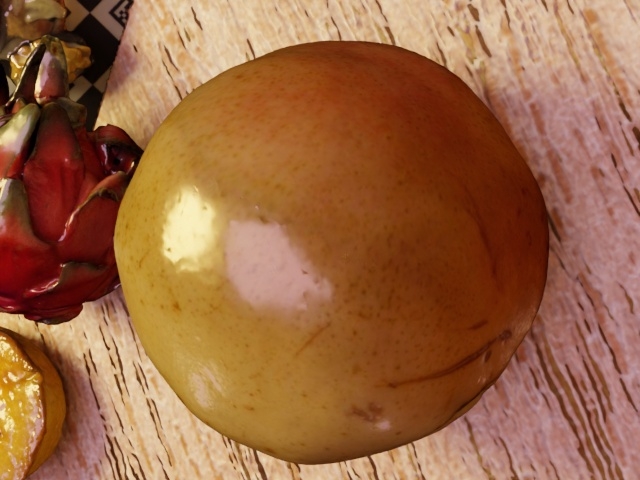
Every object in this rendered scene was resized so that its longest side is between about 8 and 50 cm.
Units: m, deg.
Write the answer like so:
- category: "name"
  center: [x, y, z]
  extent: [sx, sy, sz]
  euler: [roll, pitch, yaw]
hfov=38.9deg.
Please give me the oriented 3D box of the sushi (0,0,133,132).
- category: "sushi"
  center: [-0.319, -0.223, 0.820]
  extent: [0.264, 0.290, 0.050]
  euler: [-69, 23, 11]

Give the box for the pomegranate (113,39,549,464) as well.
- category: "pomegranate"
  center: [0.000, 0.000, 0.659]
  extent: [0.319, 0.319, 0.319]
  euler: [1, 92, 25]

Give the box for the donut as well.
- category: "donut"
  center: [-0.344, 0.170, 0.929]
  extent: [0.190, 0.074, 0.174]
  euler: [16, 93, 18]

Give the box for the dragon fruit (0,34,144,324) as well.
- category: "dragon fruit"
  center: [-0.254, -0.040, 0.816]
  extent: [0.192, 0.193, 0.274]
  euler: [24, 130, 15]
